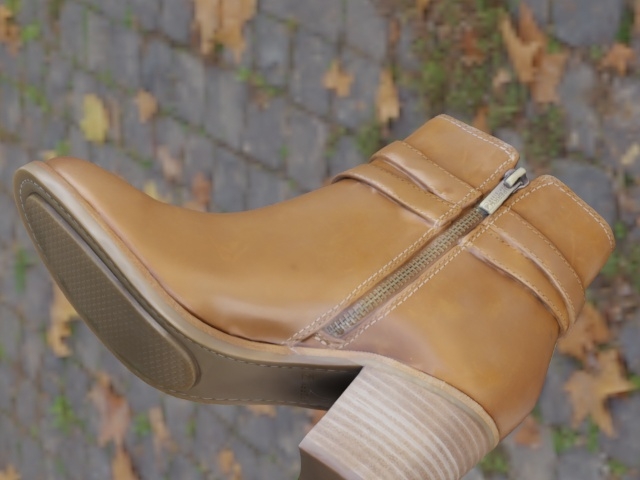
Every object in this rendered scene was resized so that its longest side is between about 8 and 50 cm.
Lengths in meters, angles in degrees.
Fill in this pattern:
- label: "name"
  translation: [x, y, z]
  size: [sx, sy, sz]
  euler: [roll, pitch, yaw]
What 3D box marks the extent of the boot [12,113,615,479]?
- label: "boot"
  translation: [0.000, 0.000, 0.643]
  size: [0.197, 0.152, 0.073]
  euler: [39, 154, 4]
